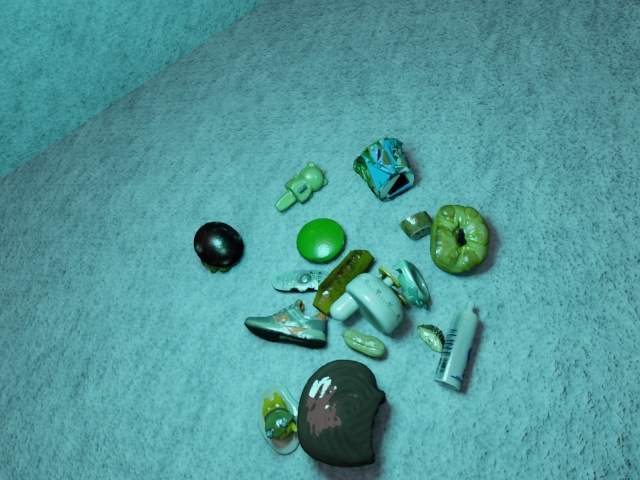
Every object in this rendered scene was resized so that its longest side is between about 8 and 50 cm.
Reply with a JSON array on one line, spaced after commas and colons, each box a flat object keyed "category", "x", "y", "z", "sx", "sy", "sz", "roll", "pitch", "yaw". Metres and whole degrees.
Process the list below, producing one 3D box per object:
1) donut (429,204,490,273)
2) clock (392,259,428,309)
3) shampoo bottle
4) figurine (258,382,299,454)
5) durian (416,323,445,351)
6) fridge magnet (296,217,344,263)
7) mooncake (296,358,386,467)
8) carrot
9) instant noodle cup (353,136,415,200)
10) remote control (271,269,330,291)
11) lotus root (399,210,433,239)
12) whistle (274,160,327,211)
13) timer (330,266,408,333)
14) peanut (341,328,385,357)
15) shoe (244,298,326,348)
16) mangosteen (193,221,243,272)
[{"category": "donut", "x": 0.514, "y": 0.000, "z": 1.691, "sx": 0.209, "sy": 0.128, "sz": 0.261, "roll": 14, "pitch": 70, "yaw": 4}, {"category": "clock", "x": 0.339, "y": 0.167, "z": 1.662, "sx": 0.060, "sy": 0.148, "sz": 0.188, "roll": -30, "pitch": 59, "yaw": 21}, {"category": "shampoo bottle", "x": 0.474, "y": 0.349, "z": 1.551, "sx": 0.092, "sy": 0.092, "sz": 0.303, "roll": 15, "pitch": 66, "yaw": 23}, {"category": "figurine", "x": -0.162, "y": 0.602, "z": 1.570, "sx": 0.167, "sy": 0.141, "sz": 0.250, "roll": -33, "pitch": 58, "yaw": -1}, {"category": "durian", "x": 0.400, "y": 0.340, "z": 1.617, "sx": 0.130, "sy": 0.052, "sz": 0.066, "roll": 48, "pitch": 121, "yaw": 34}, {"category": "fridge magnet", "x": 0.000, "y": 0.000, "z": 1.885, "sx": 0.208, "sy": 0.088, "sz": 0.207, "roll": -7, "pitch": 60, "yaw": 12}, {"category": "mooncake", "x": 0.073, "y": 0.572, "z": 1.477, "sx": 0.326, "sy": 0.174, "sz": 0.334, "roll": -37, "pitch": 70, "yaw": -19}, {"category": "carrot", "x": 0.084, "y": 0.152, "z": 1.760, "sx": 0.114, "sy": 0.114, "sz": 0.301, "roll": 30, "pitch": 71, "yaw": 28}, {"category": "instant noodle cup", "x": 0.276, "y": -0.288, "z": 1.897, "sx": 0.240, "sy": 0.240, "sz": 0.178, "roll": -27, "pitch": 65, "yaw": 1}, {"category": "remote control", "x": -0.075, "y": 0.167, "z": 1.842, "sx": 0.256, "sy": 0.045, "sz": 0.097, "roll": -1, "pitch": 64, "yaw": 13}, {"category": "lotus root", "x": 0.381, "y": -0.061, "z": 1.792, "sx": 0.122, "sy": 0.112, "sz": 0.081, "roll": -26, "pitch": 66, "yaw": 0}, {"category": "whistle", "x": -0.089, "y": -0.233, "z": 2.027, "sx": 0.288, "sy": 0.131, "sz": 0.106, "roll": -42, "pitch": 20, "yaw": -9}, {"category": "timer", "x": 0.175, "y": 0.237, "z": 1.618, "sx": 0.240, "sy": 0.233, "sz": 0.233, "roll": -40, "pitch": 59, "yaw": -11}, {"category": "peanut", "x": 0.155, "y": 0.371, "z": 1.644, "sx": 0.175, "sy": 0.080, "sz": 0.080, "roll": 18, "pitch": 68, "yaw": 30}, {"category": "shoe", "x": -0.125, "y": 0.298, "z": 1.741, "sx": 0.337, "sy": 0.132, "sz": 0.170, "roll": 7, "pitch": 59, "yaw": 18}, {"category": "mangosteen", "x": -0.444, "y": 0.026, "z": 1.942, "sx": 0.216, "sy": 0.216, "sz": 0.216, "roll": -7, "pitch": 60, "yaw": 13}]
